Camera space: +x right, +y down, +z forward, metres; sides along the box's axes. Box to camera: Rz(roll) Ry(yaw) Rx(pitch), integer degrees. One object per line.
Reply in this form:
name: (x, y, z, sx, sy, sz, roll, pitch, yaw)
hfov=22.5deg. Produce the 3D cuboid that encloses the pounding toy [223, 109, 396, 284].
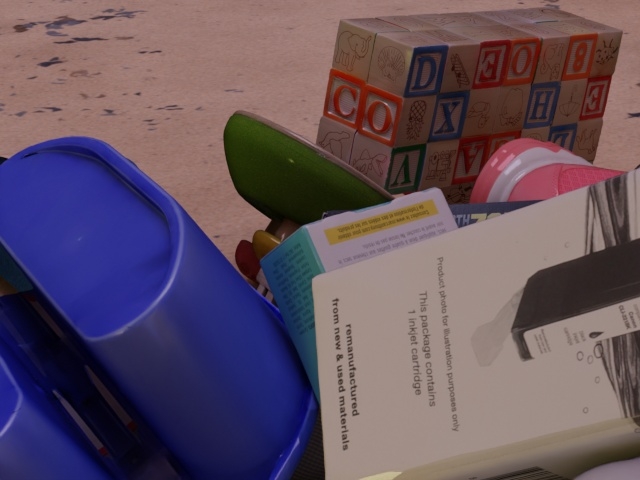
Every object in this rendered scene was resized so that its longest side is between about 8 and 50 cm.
pounding toy: (0.000, 0.000, 1.302, 0.237, 0.110, 0.183, 30, -5, 24)

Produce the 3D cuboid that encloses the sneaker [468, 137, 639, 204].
sneaker: (0.265, 0.000, 1.255, 0.314, 0.116, 0.136, 1, 22, -35)

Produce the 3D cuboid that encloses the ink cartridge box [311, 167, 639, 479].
ink cartridge box: (0.163, 0.053, 0.730, 0.273, 0.114, 0.197, -18, -25, 32)

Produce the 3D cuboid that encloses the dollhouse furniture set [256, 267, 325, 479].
dollhouse furniture set: (0.037, 0.119, 1.033, 0.184, 0.129, 0.129, 21, 8, -33)

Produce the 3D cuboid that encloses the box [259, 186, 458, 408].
box: (0.064, 0.099, 0.892, 0.100, 0.244, 0.060, -16, -13, -33)

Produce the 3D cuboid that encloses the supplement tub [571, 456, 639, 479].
supplement tub: (0.208, 0.196, 0.626, 0.325, 0.235, 0.235, -3, 22, -5)

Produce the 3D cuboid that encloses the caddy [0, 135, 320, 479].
caddy: (-0.144, 0.087, 0.973, 0.241, 0.179, 0.341, -40, 32, -8)

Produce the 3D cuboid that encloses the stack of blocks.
stack of blocks: (0.132, -0.108, 1.418, 0.087, 0.171, 0.297, 27, 25, 38)

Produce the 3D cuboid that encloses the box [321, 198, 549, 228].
box: (0.138, 0.031, 1.098, 0.233, 0.059, 0.183, -3, -21, 30)

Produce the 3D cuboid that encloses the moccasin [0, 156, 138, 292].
moccasin: (-0.205, -0.020, 1.331, 0.117, 0.137, 0.342, -11, 24, -34)
